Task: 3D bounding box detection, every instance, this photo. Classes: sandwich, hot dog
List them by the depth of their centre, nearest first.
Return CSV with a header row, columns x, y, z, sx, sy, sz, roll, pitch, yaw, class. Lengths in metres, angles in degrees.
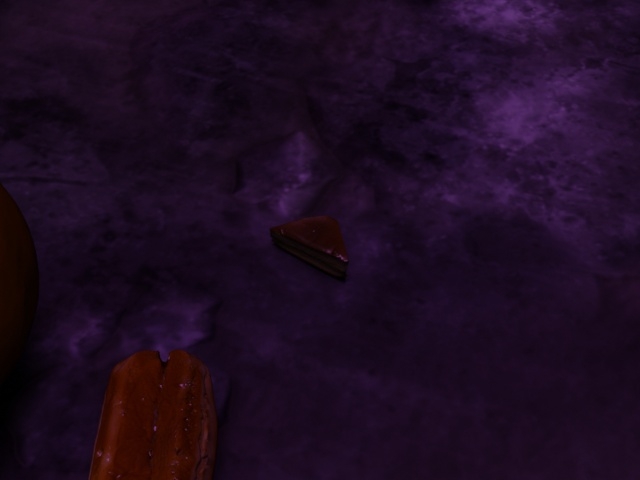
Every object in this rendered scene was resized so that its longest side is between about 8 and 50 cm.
x,y,z,sx,sy,sz,roll,pitch,yaw,class
-0.123,0.173,0.948,0.092,0.062,0.236,4,42,2,hot dog
0.000,0.000,1.148,0.083,0.031,0.044,28,52,25,sandwich

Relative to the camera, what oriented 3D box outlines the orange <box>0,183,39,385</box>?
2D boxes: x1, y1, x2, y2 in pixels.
x,y,z,sx,sy,sz,roll,pitch,yaw,class
-0.344,0.039,0.962,0.279,0.235,0.279,-3,57,5,orange
